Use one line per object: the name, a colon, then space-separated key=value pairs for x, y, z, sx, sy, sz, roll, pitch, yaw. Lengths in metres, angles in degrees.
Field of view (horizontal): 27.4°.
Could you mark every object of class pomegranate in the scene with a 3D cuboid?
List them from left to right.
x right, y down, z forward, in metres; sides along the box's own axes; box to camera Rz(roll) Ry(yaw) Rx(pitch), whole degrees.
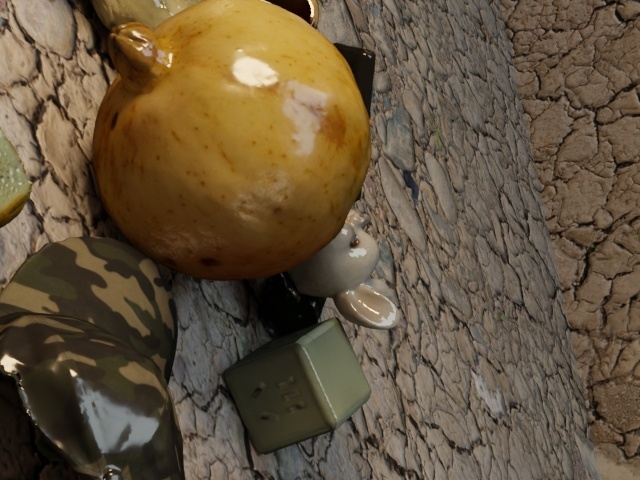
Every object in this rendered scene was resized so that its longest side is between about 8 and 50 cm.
pomegranate: x=-0.134 y=-0.147 z=1.734 sx=0.410 sy=0.410 sz=0.410 roll=47 pitch=30 yaw=-39

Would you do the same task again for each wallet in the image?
wallet: x=0.033 y=-0.187 z=2.088 sx=0.149 sy=0.044 sz=0.250 roll=-147 pitch=-120 yaw=-60

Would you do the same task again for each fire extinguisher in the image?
fire extinguisher: x=-0.020 y=0.049 z=2.132 sx=0.118 sy=0.093 sz=0.294 roll=40 pitch=29 yaw=-10

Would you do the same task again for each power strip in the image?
power strip: x=-0.020 y=0.204 z=1.933 sx=0.139 sy=0.140 sz=0.224 roll=65 pitch=24 yaw=-1

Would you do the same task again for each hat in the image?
hat: x=-0.220 y=0.149 z=1.492 sx=0.366 sy=0.257 sz=0.381 roll=57 pitch=44 yaw=-28

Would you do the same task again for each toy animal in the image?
toy animal: x=-0.002 y=-0.003 z=1.988 sx=0.325 sy=0.154 sz=0.208 roll=57 pitch=5 yaw=-8

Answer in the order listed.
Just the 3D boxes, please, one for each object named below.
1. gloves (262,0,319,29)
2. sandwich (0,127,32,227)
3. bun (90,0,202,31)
gloves: x=-0.074 y=-0.264 z=2.010 sx=0.141 sy=0.154 sz=0.331 roll=46 pitch=-24 yaw=16
sandwich: x=-0.424 y=-0.079 z=1.382 sx=0.226 sy=0.087 sz=0.251 roll=60 pitch=24 yaw=-19
bun: x=-0.257 y=-0.342 z=1.940 sx=0.210 sy=0.116 sz=0.237 roll=25 pitch=24 yaw=-51
